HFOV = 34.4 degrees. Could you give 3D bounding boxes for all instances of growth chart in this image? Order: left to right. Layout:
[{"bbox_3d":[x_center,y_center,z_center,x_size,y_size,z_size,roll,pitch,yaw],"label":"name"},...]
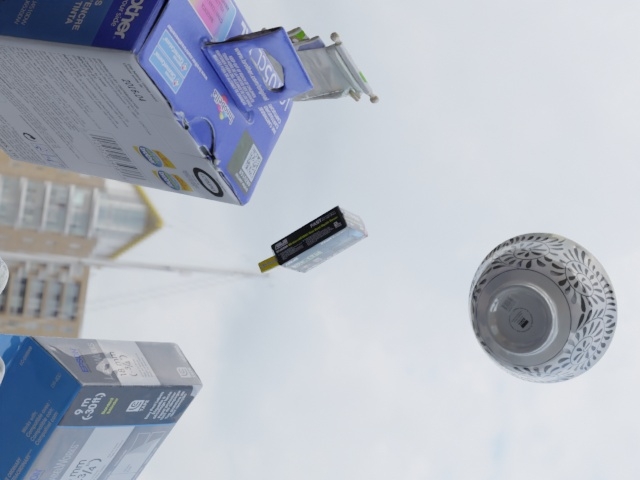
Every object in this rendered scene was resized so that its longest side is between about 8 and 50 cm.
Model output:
[{"bbox_3d":[-0.035,-0.286,1.695,0.237,0.172,0.021,6,-127,36],"label":"growth chart"}]

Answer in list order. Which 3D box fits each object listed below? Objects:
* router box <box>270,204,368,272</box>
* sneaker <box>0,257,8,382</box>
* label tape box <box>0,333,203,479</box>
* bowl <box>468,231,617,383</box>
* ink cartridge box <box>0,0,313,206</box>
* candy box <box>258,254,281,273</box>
[{"bbox_3d":[0.000,0.000,1.534,0.122,0.092,0.038,-31,-110,16],"label":"router box"},{"bbox_3d":[-0.373,0.111,1.068,0.292,0.118,0.110,-45,-161,39],"label":"sneaker"},{"bbox_3d":[-0.373,0.258,1.504,0.241,0.333,0.106,-54,-127,22],"label":"label tape box"},{"bbox_3d":[0.225,0.078,1.112,0.170,0.080,0.170,3,-83,28],"label":"bowl"},{"bbox_3d":[-0.209,-0.178,1.067,0.151,0.395,0.270,-66,152,-20],"label":"ink cartridge box"},{"bbox_3d":[-0.043,0.032,2.096,0.027,0.105,0.206,69,16,6],"label":"candy box"}]
